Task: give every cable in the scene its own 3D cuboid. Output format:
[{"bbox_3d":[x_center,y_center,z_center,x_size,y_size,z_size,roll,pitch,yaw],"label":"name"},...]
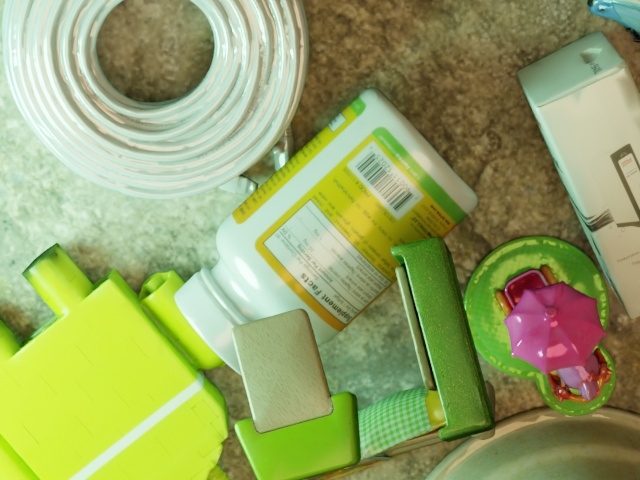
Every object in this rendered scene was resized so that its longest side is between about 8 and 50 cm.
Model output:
[{"bbox_3d":[-0.137,-0.159,1.558,0.257,0.089,0.257,3,105,-4],"label":"cable"}]

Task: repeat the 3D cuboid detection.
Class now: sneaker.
[{"bbox_3d":[0.295,-0.163,1.598,0.162,0.063,0.073,27,106,-10],"label":"sneaker"}]

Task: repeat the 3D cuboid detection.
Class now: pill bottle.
[{"bbox_3d":[0.000,0.000,1.580,0.245,0.136,0.136,-42,104,5],"label":"pill bottle"}]

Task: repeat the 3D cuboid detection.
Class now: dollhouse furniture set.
[{"bbox_3d":[0.037,0.112,1.573,0.197,0.301,0.151,-16,81,5],"label":"dollhouse furniture set"}]

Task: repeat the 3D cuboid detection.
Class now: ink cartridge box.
[{"bbox_3d":[0.246,-0.058,1.579,0.086,0.148,0.203,-25,105,6],"label":"ink cartridge box"}]

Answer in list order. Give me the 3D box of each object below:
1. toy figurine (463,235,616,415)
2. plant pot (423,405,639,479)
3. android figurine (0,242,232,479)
[{"bbox_3d":[0.202,0.090,1.600,0.130,0.159,0.173,-28,97,4],"label":"toy figurine"},{"bbox_3d":[0.239,0.350,1.611,0.333,0.305,0.334,-1,106,-3],"label":"plant pot"},{"bbox_3d":[-0.191,0.141,1.656,0.248,0.056,0.273,-40,102,7],"label":"android figurine"}]
